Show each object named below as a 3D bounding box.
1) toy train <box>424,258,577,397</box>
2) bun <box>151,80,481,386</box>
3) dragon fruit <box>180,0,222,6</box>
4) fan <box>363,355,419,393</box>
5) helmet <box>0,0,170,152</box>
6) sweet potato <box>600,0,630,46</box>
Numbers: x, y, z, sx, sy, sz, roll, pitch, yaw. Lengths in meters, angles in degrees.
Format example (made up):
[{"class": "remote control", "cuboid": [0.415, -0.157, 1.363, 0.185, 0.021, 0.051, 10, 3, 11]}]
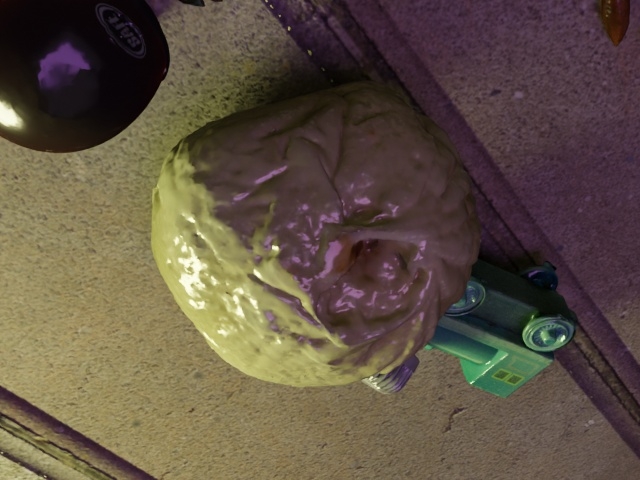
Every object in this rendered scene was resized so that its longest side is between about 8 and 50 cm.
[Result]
[{"class": "toy train", "cuboid": [0.197, 0.097, 1.279, 0.298, 0.120, 0.194, 23, 129, -26]}, {"class": "bun", "cuboid": [0.000, 0.000, 1.013, 0.352, 0.227, 0.349, 36, 97, -20]}, {"class": "dragon fruit", "cuboid": [-0.106, -0.292, 0.820, 0.188, 0.182, 0.182, 16, 132, 18]}, {"class": "fan", "cuboid": [0.015, 0.109, 1.211, 0.244, 0.130, 0.074, 35, 82, -14]}, {"class": "helmet", "cuboid": [-0.240, -0.178, 0.869, 0.215, 0.193, 0.189, -1, 145, 41]}, {"class": "sweet potato", "cuboid": [0.336, -0.260, 1.088, 0.034, 0.034, 0.095, -23, 142, 1]}]
